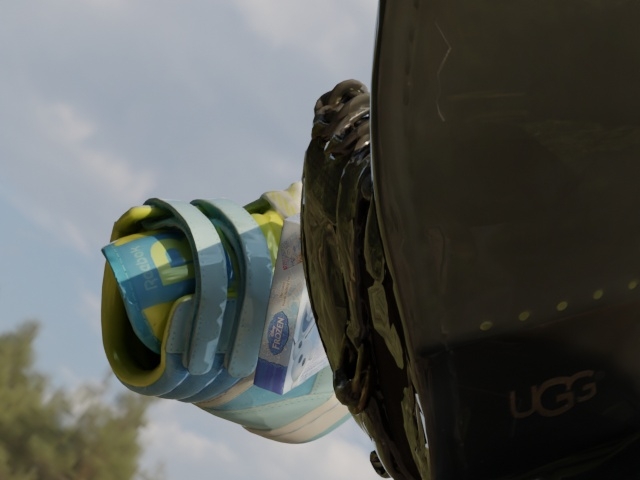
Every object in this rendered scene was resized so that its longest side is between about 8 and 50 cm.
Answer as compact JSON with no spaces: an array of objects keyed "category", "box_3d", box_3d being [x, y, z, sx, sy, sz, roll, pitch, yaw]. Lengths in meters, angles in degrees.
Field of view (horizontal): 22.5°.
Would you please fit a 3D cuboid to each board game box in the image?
[{"category":"board game box","box_3d":[-0.001,0.025,0.835,0.020,0.090,0.090,17,17,19]}]

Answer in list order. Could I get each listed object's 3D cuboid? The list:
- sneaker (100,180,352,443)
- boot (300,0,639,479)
[{"category":"sneaker","box_3d":[0.000,0.000,0.920,0.208,0.319,0.127,17,36,-45]},{"category":"boot","box_3d":[0.033,-0.011,0.476,0.229,0.091,0.263,-127,-147,-68]}]
